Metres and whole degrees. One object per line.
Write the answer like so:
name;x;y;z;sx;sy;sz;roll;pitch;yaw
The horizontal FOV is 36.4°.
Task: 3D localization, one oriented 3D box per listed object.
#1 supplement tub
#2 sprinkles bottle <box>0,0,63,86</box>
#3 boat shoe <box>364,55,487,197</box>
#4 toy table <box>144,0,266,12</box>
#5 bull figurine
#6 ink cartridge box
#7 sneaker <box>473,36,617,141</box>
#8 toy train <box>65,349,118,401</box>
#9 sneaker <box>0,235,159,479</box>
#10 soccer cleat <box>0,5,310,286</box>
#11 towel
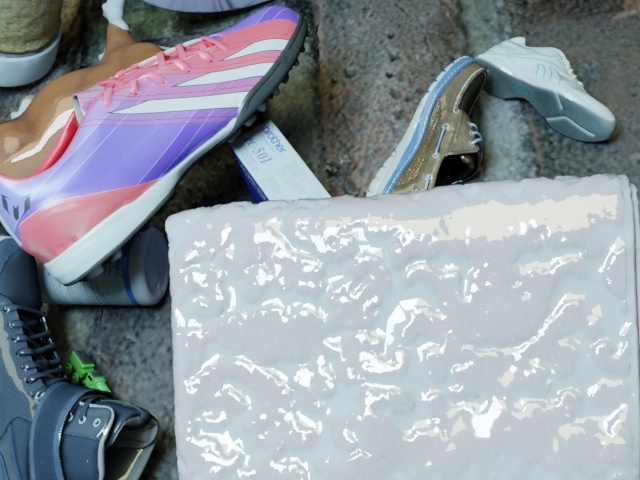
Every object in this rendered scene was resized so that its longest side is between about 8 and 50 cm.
supplement tub;-0.193;0.023;0.856;0.107;0.071;0.071;-1;57;12
sprinkles bottle;-0.288;-0.305;0.923;0.121;0.355;0.121;12;52;-16
boat shoe;0.110;-0.080;0.863;0.066;0.066;0.183;26;76;22
toy table;-0.113;-0.353;1.002;0.274;0.252;0.161;-11;55;-39
bull figurine;-0.214;-0.135;0.951;0.310;0.101;0.188;-29;51;-9
ink cartridge box;0.000;0.000;0.809;0.046;0.097;0.207;-31;56;-7
sneaker;0.211;-0.144;0.884;0.061;0.053;0.152;-40;56;-17
toy train;-0.188;0.124;0.814;0.083;0.017;0.023;45;115;33
sneaker;-0.204;0.102;0.764;0.164;0.086;0.226;-6;77;23
soccer cleat;-0.134;-0.108;0.806;0.318;0.116;0.109;-49;17;-20
towel;0.056;0.119;0.668;0.332;0.053;0.316;-4;81;10
